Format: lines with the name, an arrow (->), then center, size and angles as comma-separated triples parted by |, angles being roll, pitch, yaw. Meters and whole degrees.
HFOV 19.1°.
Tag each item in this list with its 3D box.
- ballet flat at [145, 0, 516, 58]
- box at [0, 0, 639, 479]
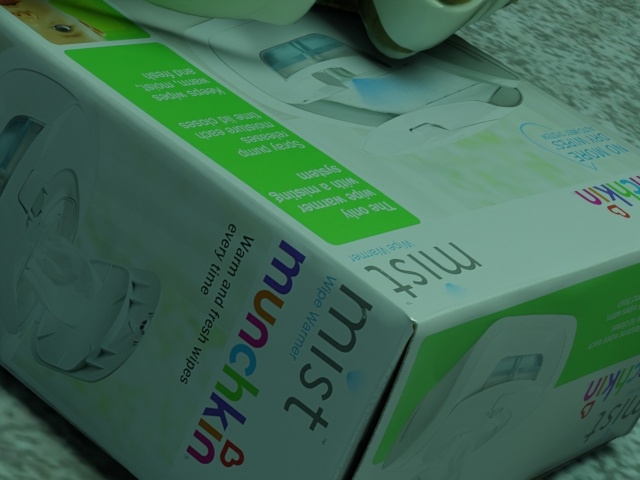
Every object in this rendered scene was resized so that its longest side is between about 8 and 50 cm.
ballet flat -> 0.002, -0.131, 0.760 | 0.349, 0.123, 0.123 | 6, 31, -36
box -> 0.000, 0.000, 0.758 | 0.231, 0.126, 0.262 | 36, 26, 26
